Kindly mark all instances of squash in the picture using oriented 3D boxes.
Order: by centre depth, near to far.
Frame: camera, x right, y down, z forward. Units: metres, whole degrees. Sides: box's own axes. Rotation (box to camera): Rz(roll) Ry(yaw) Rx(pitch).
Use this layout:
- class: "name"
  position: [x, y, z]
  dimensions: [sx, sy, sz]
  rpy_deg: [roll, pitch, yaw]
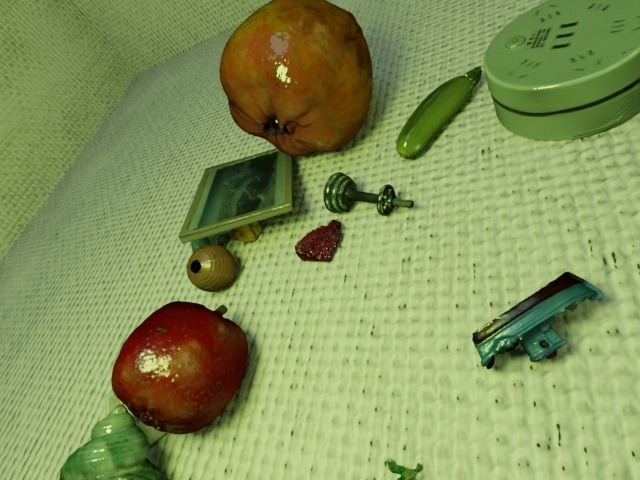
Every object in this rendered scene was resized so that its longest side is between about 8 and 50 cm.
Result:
- class: "squash"
  position: [0.315, -0.354, 1.141]
  dimensions: [0.341, 0.094, 0.095]
  rpy_deg: [-49, 43, -6]

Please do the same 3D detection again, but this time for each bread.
- class: "bread"
  position: [-0.274, -0.061, 1.294]
  dimensions: [0.211, 0.113, 0.083]
  rpy_deg: [13, 48, 42]

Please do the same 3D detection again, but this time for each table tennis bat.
- class: "table tennis bat"
  position: [-0.334, -0.010, 1.270]
  dimensions: [0.237, 0.038, 0.148]
  rpy_deg: [-24, 74, 45]

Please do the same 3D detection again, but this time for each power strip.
- class: "power strip"
  position: [0.564, -0.395, 0.940]
  dimensions: [0.358, 0.161, 0.357]
  rpy_deg: [-19, 46, 21]

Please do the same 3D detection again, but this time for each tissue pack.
- class: "tissue pack"
  position: [-0.446, 0.417, 1.012]
  dimensions: [0.106, 0.099, 0.148]
  rpy_deg: [-40, 42, 3]

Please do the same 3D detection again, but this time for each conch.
- class: "conch"
  position: [-0.407, 0.476, 0.847]
  dimensions: [0.220, 0.196, 0.276]
  rpy_deg: [-33, 58, 37]

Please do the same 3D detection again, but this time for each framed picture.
- class: "framed picture"
  position: [-0.237, -0.166, 1.297]
  dimensions: [0.327, 0.028, 0.446]
  rpy_deg: [-16, 34, 6]

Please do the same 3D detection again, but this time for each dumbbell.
- class: "dumbbell"
  position: [0.116, -0.111, 1.068]
  dimensions: [0.255, 0.110, 0.110]
  rpy_deg: [12, 63, 35]

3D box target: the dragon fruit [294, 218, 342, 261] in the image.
- class: "dragon fruit"
  position: [0.000, 0.002, 1.099]
  dimensions: [0.097, 0.063, 0.131]
  rpy_deg: [24, 67, 10]

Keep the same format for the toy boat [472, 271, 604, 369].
- class: "toy boat"
  position: [0.355, 0.141, 0.686]
  dimensions: [0.223, 0.100, 0.097]
  rpy_deg: [-35, 67, 5]

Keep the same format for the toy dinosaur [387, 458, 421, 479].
- class: "toy dinosaur"
  position: [0.141, 0.405, 0.668]
  dimensions: [0.060, 0.029, 0.119]
  rpy_deg: [-36, 45, 28]

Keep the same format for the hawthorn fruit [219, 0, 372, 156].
- class: "hawthorn fruit"
  position: [-0.047, -0.486, 1.246]
  dimensions: [0.473, 0.471, 0.471]
  rpy_deg: [-19, 46, 21]

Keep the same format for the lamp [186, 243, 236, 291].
- class: "lamp"
  position: [-0.304, 0.077, 1.176]
  dimensions: [0.137, 0.136, 0.136]
  rpy_deg: [-19, 46, 21]

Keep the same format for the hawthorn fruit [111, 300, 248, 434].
- class: "hawthorn fruit"
  position: [-0.289, 0.259, 0.932]
  dimensions: [0.266, 0.265, 0.307]
  rpy_deg: [-1, 36, 35]
